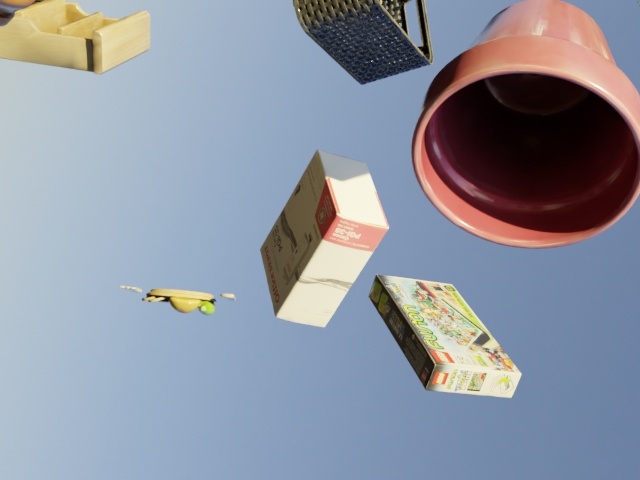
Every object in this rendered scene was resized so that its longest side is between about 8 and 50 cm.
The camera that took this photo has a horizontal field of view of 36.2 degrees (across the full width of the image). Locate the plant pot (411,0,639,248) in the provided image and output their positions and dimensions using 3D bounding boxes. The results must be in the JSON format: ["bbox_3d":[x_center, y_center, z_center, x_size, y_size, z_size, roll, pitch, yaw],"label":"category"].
[{"bbox_3d":[0.197,-0.123,0.904,0.201,0.201,0.180,-40,-160,41],"label":"plant pot"}]

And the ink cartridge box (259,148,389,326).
[{"bbox_3d":[0.000,0.000,1.914,0.283,0.117,0.207,-58,-149,33],"label":"ink cartridge box"}]

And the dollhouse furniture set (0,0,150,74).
[{"bbox_3d":[-0.419,-0.483,1.517,0.362,0.256,0.394,-55,153,-61],"label":"dollhouse furniture set"}]

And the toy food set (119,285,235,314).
[{"bbox_3d":[-0.243,0.108,1.699,0.132,0.192,0.038,93,2,-83],"label":"toy food set"}]

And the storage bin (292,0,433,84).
[{"bbox_3d":[0.043,-0.249,0.999,0.084,0.180,0.122,-13,-108,23],"label":"storage bin"}]

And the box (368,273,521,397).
[{"bbox_3d":[0.144,0.112,1.178,0.207,0.114,0.036,-121,-136,-58],"label":"box"}]

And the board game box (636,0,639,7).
[{"bbox_3d":[0.550,-0.437,1.250,0.336,0.254,0.079,-22,-126,19],"label":"board game box"}]

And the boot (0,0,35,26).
[{"bbox_3d":[-0.473,-0.326,1.162,0.220,0.283,0.109,-31,-111,42],"label":"boot"}]
